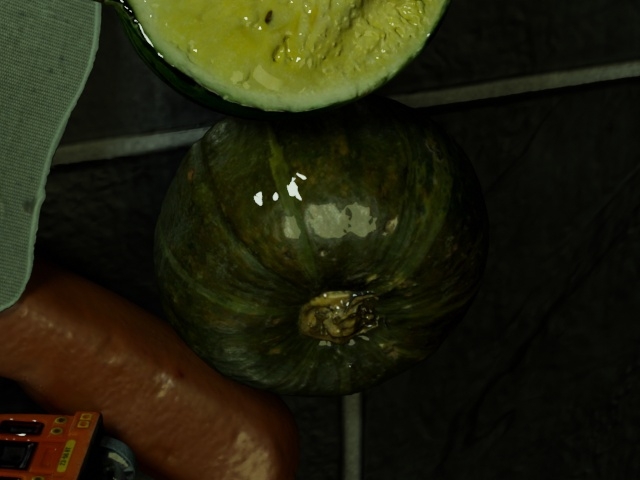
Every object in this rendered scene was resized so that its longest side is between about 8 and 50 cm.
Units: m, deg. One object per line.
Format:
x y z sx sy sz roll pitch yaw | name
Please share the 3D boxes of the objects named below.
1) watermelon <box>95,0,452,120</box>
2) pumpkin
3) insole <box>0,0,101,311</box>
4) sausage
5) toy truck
-0.035 -0.165 1.119 0.232 0.127 0.204 -29 90 -13 | watermelon
0.000 0.000 1.210 0.223 0.157 0.224 -7 133 -7 | pumpkin
-0.182 -0.069 1.132 0.080 0.003 0.232 16 84 -28 | insole
-0.144 0.079 1.229 0.348 0.097 0.094 35 88 -31 | sausage
-0.177 0.234 1.203 0.114 0.107 0.253 4 121 4 | toy truck
